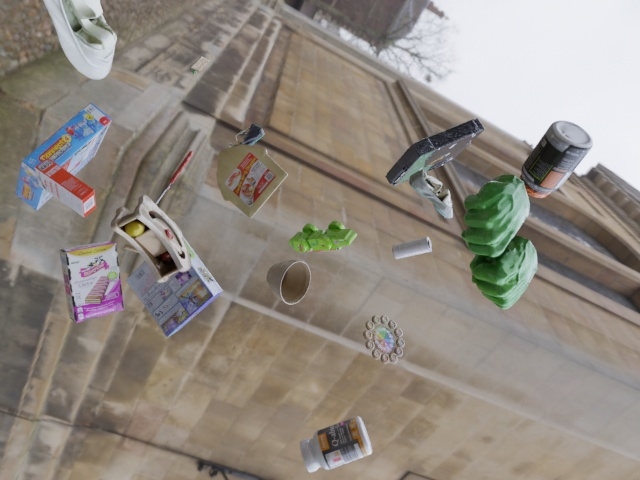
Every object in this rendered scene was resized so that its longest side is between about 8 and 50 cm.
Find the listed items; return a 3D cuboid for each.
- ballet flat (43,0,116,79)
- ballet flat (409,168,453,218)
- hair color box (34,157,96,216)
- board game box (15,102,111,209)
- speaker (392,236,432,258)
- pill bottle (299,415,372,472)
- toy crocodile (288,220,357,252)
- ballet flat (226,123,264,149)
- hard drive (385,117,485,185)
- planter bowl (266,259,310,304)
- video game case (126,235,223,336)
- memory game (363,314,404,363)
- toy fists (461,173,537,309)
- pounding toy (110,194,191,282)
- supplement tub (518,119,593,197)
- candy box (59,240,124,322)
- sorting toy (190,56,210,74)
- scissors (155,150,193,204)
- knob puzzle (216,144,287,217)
[{"bbox_3d":[-0.587,-0.548,1.236,0.400,0.139,0.139,89,14,-58],"label":"ballet flat"},{"bbox_3d":[0.366,-0.145,1.558,0.068,0.213,0.072,-37,-151,32],"label":"ballet flat"},{"bbox_3d":[-0.733,-0.152,1.436,0.053,0.167,0.093,-55,179,-35],"label":"hair color box"},{"bbox_3d":[-0.862,-0.276,1.667,0.308,0.086,0.302,-26,-152,52],"label":"board game box"},{"bbox_3d":[0.333,0.028,1.807,0.136,0.055,0.055,-15,-138,27],"label":"speaker"},{"bbox_3d":[0.065,0.860,2.090,0.278,0.162,0.162,-20,-159,0],"label":"pill bottle"},{"bbox_3d":[0.000,0.000,1.963,0.340,0.105,0.115,-4,-142,41],"label":"toy crocodile"},{"bbox_3d":[-0.291,-0.341,1.789,0.203,0.074,0.074,-44,-161,11],"label":"ballet flat"},{"bbox_3d":[0.428,-0.332,1.879,0.339,0.064,0.237,-26,168,-25],"label":"hard drive"},{"bbox_3d":[-0.129,0.143,1.833,0.109,0.162,0.162,15,-102,38],"label":"planter bowl"},{"bbox_3d":[-0.487,0.150,1.651,0.269,0.244,0.061,-39,174,26],"label":"video game case"},{"bbox_3d":[0.235,0.362,1.831,0.012,0.186,0.186,-38,-150,50],"label":"memory game"},{"bbox_3d":[0.354,0.011,0.998,0.096,0.279,0.142,10,-138,42],"label":"toy fists"},{"bbox_3d":[-0.427,0.027,1.231,0.155,0.269,0.154,-26,-129,5],"label":"pounding toy"},{"bbox_3d":[0.613,-0.210,1.316,0.190,0.117,0.117,110,-7,-49],"label":"supplement tub"},{"bbox_3d":[-0.740,0.130,1.619,0.071,0.159,0.233,10,-72,45],"label":"candy box"},{"bbox_3d":[-0.437,-0.622,1.773,0.083,0.012,0.062,-35,174,21],"label":"sorting toy"},{"bbox_3d":[-0.589,-0.226,1.961,0.297,0.021,0.109,-53,-159,13],"label":"scissors"},{"bbox_3d":[-0.215,-0.190,1.437,0.213,0.213,0.030,-62,172,13],"label":"knob puzzle"}]
